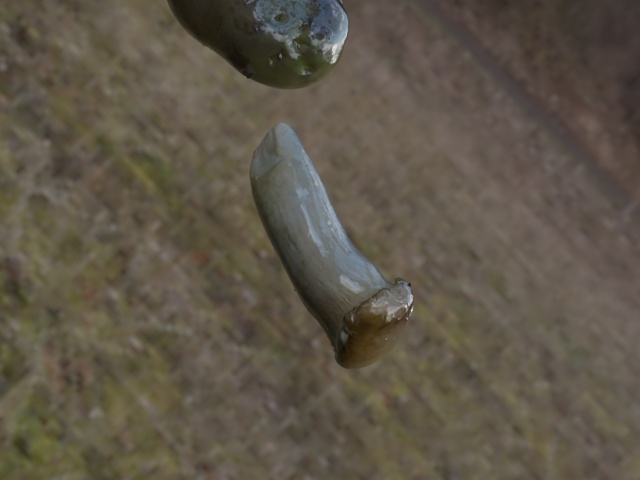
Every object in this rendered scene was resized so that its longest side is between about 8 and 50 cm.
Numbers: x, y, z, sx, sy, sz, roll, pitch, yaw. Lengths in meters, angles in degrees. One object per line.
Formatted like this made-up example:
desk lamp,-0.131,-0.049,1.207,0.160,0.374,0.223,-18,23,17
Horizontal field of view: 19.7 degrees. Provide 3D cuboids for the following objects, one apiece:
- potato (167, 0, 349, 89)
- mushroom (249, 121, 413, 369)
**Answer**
potato,-0.081,-0.290,2.335,0.262,0.165,0.165,37,4,22
mushroom,0.000,0.000,1.461,0.209,0.071,0.084,59,-30,21
